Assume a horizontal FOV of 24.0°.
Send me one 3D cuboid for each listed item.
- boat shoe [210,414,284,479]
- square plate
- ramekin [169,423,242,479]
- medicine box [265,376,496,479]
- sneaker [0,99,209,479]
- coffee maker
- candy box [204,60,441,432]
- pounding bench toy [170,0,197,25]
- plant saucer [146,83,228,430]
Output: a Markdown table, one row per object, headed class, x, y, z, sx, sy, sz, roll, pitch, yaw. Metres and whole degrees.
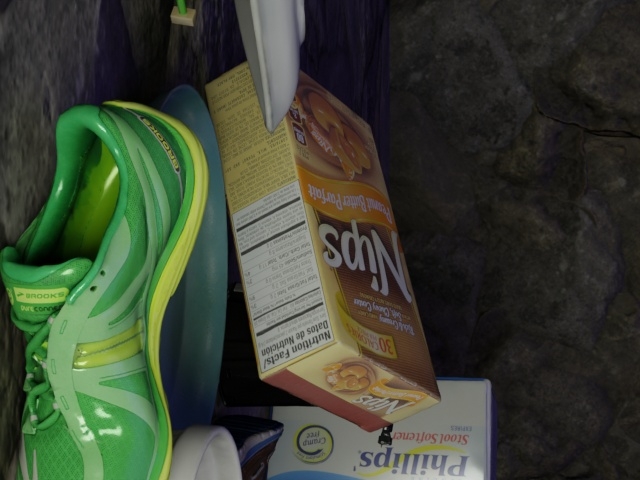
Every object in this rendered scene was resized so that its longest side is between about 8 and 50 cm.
| class | x | y | z | sx | sy | sz | roll | pitch | yaw |
| --- | --- | --- | --- | --- | --- | --- | --- | --- | --- |
| boat shoe | -0.086 | 0.212 | 1.435 | 0.183 | 0.066 | 0.066 | -17 | 114 | -71 |
| square plate | -0.059 | -0.323 | 1.237 | 0.344 | 0.049 | 0.347 | -103 | -173 | -51 |
| ramekin | -0.123 | 0.225 | 1.009 | 0.207 | 0.109 | 0.207 | 2 | 90 | -81 |
| medicine box | 0.086 | 0.255 | 1.878 | 0.289 | 0.264 | 0.149 | 58 | 34 | -75 |
| sneaker | -0.150 | 0.055 | 0.908 | 0.123 | 0.109 | 0.295 | 23 | 70 | -53 |
| coffee maker | -0.013 | 0.114 | 1.481 | 0.171 | 0.178 | 0.120 | -74 | 163 | -66 |
| candy box | 0.000 | 0.000 | 1.378 | 0.183 | 0.088 | 0.316 | 32 | 37 | -50 |
| pounding bench toy | -0.111 | -0.217 | 1.199 | 0.065 | 0.052 | 0.083 | 26 | 66 | -80 |
| plant saucer | -0.125 | 0.036 | 1.184 | 0.317 | 0.044 | 0.317 | 1 | 90 | -82 |
